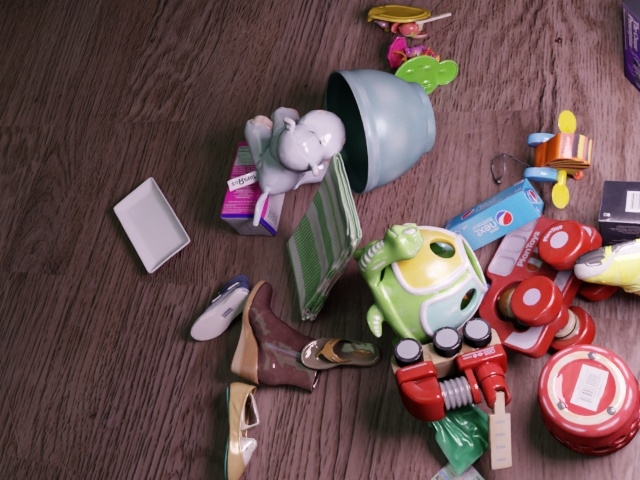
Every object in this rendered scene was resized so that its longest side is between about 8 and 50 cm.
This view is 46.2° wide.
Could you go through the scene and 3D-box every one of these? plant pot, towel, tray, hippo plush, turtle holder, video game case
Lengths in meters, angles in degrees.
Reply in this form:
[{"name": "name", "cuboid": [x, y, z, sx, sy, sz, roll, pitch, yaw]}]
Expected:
[{"name": "plant pot", "cuboid": [0.495, 0.290, 1.394, 0.191, 0.174, 0.191, -11, 62, 21]}, {"name": "towel", "cuboid": [0.000, 0.000, 1.689, 0.038, 0.325, 0.248, 4, 51, -21]}, {"name": "tray", "cuboid": [-0.459, -0.041, 2.053, 0.145, 0.030, 0.270, -38, 57, 2]}, {"name": "hippo plush", "cuboid": [-0.074, -0.230, 1.762, 0.294, 0.236, 0.234, -32, 85, -25]}, {"name": "plant pot", "cuboid": [0.149, -0.271, 1.769, 0.196, 0.293, 0.293, -14, 58, -13]}, {"name": "turtle holder", "cuboid": [0.198, 0.064, 1.541, 0.227, 0.320, 0.243, -24, 26, 18]}, {"name": "video game case", "cuboid": [0.264, 0.497, 1.494, 0.122, 0.011, 0.087, -44, 58, -1]}]

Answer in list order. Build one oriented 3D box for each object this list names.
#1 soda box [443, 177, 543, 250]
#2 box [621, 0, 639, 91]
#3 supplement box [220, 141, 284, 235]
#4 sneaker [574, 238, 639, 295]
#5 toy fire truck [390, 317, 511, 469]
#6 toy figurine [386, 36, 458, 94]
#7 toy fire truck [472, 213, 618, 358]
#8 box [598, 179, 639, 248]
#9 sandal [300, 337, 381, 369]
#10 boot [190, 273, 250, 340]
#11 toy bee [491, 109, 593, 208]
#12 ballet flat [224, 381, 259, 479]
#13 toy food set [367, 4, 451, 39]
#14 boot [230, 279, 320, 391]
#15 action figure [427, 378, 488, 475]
[{"name": "soda box", "cuboid": [0.367, -0.046, 1.610, 0.210, 0.071, 0.067, -31, 13, 35]}, {"name": "box", "cuboid": [0.720, -0.383, 1.552, 0.103, 0.261, 0.184, -34, 57, 6]}, {"name": "supplement box", "cuboid": [-0.161, -0.134, 1.916, 0.114, 0.111, 0.220, 2, 67, 25]}, {"name": "sneaker", "cuboid": [0.654, 0.070, 1.368, 0.385, 0.145, 0.147, 1, 84, -7]}, {"name": "toy fire truck", "cuboid": [0.270, 0.308, 1.445, 0.217, 0.158, 0.246, -16, 47, 0]}, {"name": "toy figurine", "cuboid": [0.239, -0.459, 1.903, 0.173, 0.130, 0.159, -15, 49, -7]}, {"name": "toy fire truck", "cuboid": [0.441, 0.086, 1.539, 0.254, 0.169, 0.302, 17, 74, 56]}, {"name": "box", "cuboid": [0.642, -0.045, 1.490, 0.156, 0.158, 0.093, 5, 70, 25]}, {"name": "sandal", "cuboid": [0.044, 0.248, 1.661, 0.180, 0.049, 0.072, 0, 67, 6]}, {"name": "boot", "cuboid": [-0.243, 0.166, 1.850, 0.190, 0.069, 0.086, -37, 28, 15]}, {"name": "toy bee", "cuboid": [0.510, -0.180, 1.602, 0.162, 0.298, 0.195, 7, 107, -12]}, {"name": "ballet flat", "cuboid": [-0.175, 0.430, 1.684, 0.073, 0.080, 0.232, -5, 66, 5]}, {"name": "toy food set", "cuboid": [0.219, -0.562, 1.962, 0.128, 0.071, 0.218, -28, 38, -34]}, {"name": "boot", "cuboid": [-0.084, 0.222, 1.752, 0.207, 0.090, 0.248, 8, 67, 13]}, {"name": "action figure", "cuboid": [0.255, 0.344, 1.531, 0.137, 0.063, 0.232, -39, 64, -6]}]
